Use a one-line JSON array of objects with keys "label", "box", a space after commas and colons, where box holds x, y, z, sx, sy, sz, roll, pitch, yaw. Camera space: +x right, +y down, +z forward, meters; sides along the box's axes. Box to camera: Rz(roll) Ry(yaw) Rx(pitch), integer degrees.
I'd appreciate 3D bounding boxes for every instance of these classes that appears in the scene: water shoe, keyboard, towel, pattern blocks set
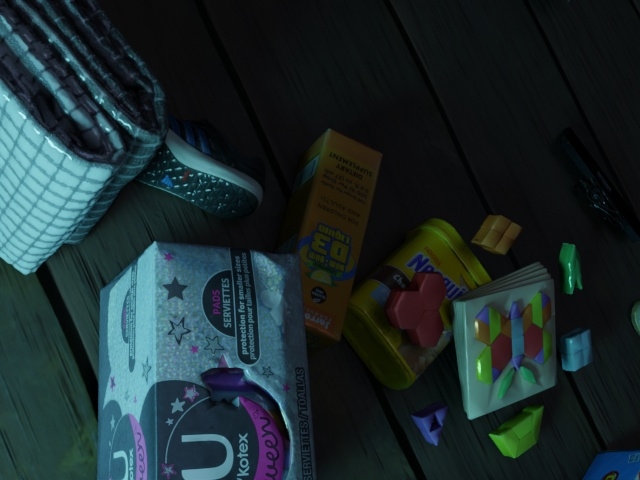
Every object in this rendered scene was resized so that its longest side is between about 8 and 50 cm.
[{"label": "water shoe", "box": [-0.149, -0.095, 0.764, 0.203, 0.073, 0.080, 33, 37, -21]}, {"label": "keyboard", "box": [0.409, -0.076, 1.104, 0.192, 0.038, 0.100, 52, 32, -3]}, {"label": "towel", "box": [-0.267, -0.135, 0.598, 0.283, 0.235, 0.121, 52, 52, -5]}, {"label": "pattern blocks set", "box": [0.217, 0.114, 0.852, 0.325, 0.026, 0.285, -27, 109, -35]}]

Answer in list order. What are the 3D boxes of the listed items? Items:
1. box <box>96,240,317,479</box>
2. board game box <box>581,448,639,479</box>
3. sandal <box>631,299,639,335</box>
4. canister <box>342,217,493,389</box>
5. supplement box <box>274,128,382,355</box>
[{"label": "box", "box": [-0.104, 0.142, 0.631, 0.142, 0.163, 0.247, 5, 69, -31]}, {"label": "board game box", "box": [0.375, 0.458, 0.844, 0.308, 0.086, 0.302, -41, 94, -35]}, {"label": "sandal", "box": [0.522, 0.154, 1.066, 0.180, 0.049, 0.072, 48, 56, -7]}, {"label": "canister", "box": [0.107, 0.071, 0.839, 0.170, 0.073, 0.126, -40, 96, -33]}, {"label": "supplement box", "box": [0.000, 0.000, 0.799, 0.078, 0.080, 0.233, 23, 64, -19]}]
